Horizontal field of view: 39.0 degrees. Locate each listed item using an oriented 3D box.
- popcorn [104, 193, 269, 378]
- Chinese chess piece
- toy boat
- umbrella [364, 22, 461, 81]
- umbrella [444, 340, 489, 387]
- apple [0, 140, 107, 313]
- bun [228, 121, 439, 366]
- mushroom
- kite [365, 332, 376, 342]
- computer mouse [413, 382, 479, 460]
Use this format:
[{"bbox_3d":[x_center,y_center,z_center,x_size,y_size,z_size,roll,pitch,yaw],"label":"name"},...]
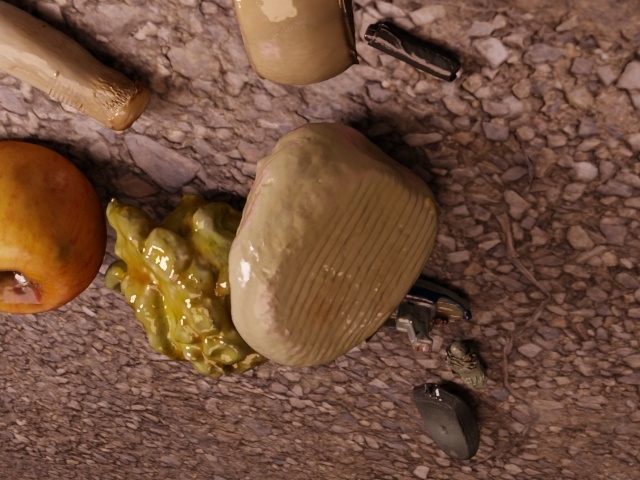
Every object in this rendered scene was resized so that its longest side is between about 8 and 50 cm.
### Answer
[{"bbox_3d":[-0.183,0.063,1.488,0.335,0.279,0.274,61,144,15],"label":"popcorn"},{"bbox_3d":[-0.028,-0.301,0.960,0.112,0.270,0.270,-6,139,6],"label":"Chinese chess piece"},{"bbox_3d":[0.127,0.123,1.559,0.262,0.115,0.114,13,143,9],"label":"toy boat"},{"bbox_3d":[0.120,-0.244,1.167,0.133,0.031,0.036,23,117,-5],"label":"umbrella"},{"bbox_3d":[0.270,0.229,1.678,0.067,0.062,0.143,32,164,39],"label":"umbrella"},{"bbox_3d":[-0.512,-0.028,1.535,0.299,0.275,0.299,1,142,1],"label":"apple"},{"bbox_3d":[0.000,0.000,1.320,0.213,0.361,0.361,35,161,46],"label":"bun"},{"bbox_3d":[-0.420,-0.267,1.326,0.351,0.095,0.123,28,160,-9],"label":"mushroom"},{"bbox_3d":[0.078,0.079,1.517,0.160,0.182,0.010,-8,177,5],"label":"kite"},{"bbox_3d":[0.260,0.354,1.838,0.113,0.068,0.229,4,132,39],"label":"computer mouse"}]
